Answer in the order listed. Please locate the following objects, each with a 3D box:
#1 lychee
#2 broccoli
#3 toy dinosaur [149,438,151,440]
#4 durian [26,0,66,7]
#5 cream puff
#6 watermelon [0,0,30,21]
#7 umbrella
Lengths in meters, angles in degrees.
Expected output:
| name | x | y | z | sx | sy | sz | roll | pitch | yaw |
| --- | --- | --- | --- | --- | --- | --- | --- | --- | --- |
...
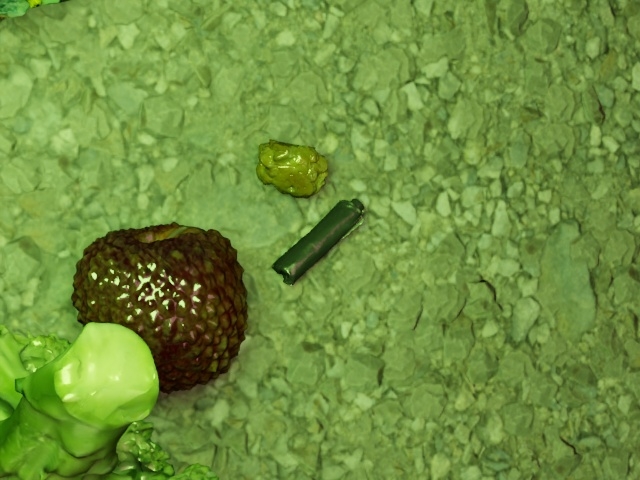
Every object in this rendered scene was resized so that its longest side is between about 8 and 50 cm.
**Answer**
| name | x | y | z | sx | sy | sz | roll | pitch | yaw |
| --- | --- | --- | --- | --- | --- | --- | --- | --- | --- |
| lychee | -0.166 | 0.073 | 1.434 | 0.188 | 0.188 | 0.188 | -1 | 93 | -22 |
| broccoli | -0.291 | 0.168 | 1.285 | 0.353 | 0.397 | 0.275 | -6 | 68 | 5 |
| toy dinosaur | -0.226 | 0.230 | 1.489 | 0.083 | 0.030 | 0.047 | -29 | 102 | -20 |
| durian | -0.283 | -0.319 | 1.217 | 0.146 | 0.198 | 0.159 | -8 | 54 | -39 |
| cream puff | -0.032 | -0.086 | 1.537 | 0.083 | 0.058 | 0.083 | -1 | 134 | 2 |
| watermelon | -0.390 | -0.230 | 1.349 | 0.305 | 0.224 | 0.180 | -45 | 152 | -17 |
| umbrella | -0.001 | -0.001 | 1.571 | 0.133 | 0.031 | 0.036 | -42 | 109 | -16 |
